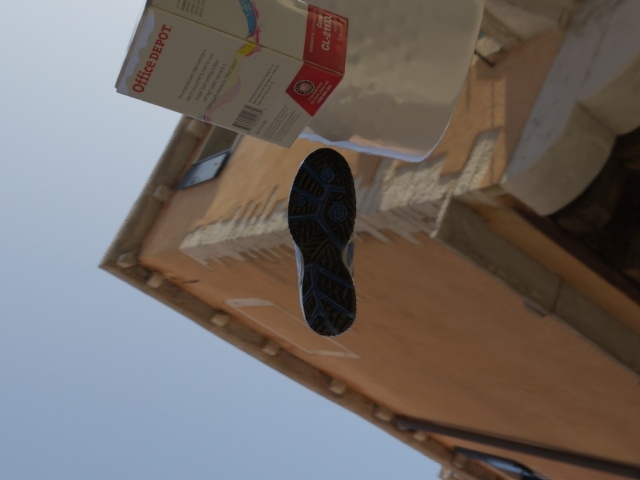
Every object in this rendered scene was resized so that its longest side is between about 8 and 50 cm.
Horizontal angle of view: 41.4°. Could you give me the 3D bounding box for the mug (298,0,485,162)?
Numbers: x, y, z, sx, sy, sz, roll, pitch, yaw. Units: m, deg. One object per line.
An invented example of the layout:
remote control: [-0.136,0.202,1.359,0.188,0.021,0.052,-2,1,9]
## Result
mug: [-0.005,-0.302,0.950,0.328,0.276,0.374,12,-87,-8]

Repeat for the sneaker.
sneaker: [0.000,0.000,0.969,0.080,0.081,0.211,1,-84,-4]

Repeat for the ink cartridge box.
ink cartridge box: [-0.080,-0.166,0.759,0.175,0.127,0.072,17,-121,-20]
